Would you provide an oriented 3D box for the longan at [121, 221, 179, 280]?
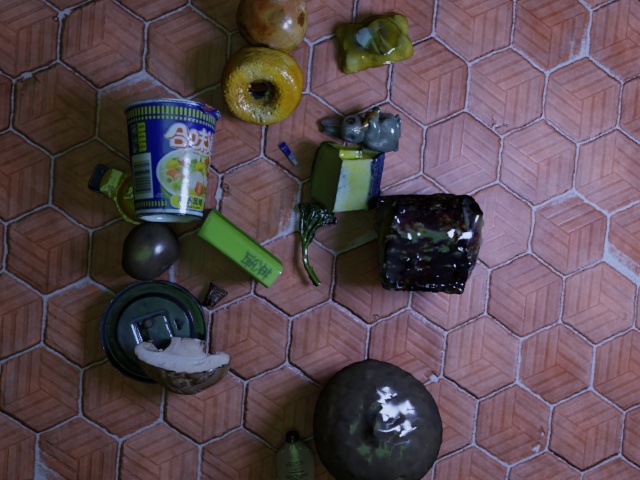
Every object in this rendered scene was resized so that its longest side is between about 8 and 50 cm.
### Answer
[{"bbox_3d":[-0.512,0.032,1.863,0.167,0.167,0.187,21,57,-5],"label":"longan"}]

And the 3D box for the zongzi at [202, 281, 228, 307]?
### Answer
[{"bbox_3d":[-0.334,0.185,1.936,0.067,0.073,0.083,37,91,-24],"label":"zongzi"}]

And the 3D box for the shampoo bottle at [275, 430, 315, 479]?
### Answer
[{"bbox_3d":[-0.078,0.734,1.983,0.127,0.078,0.256,-5,96,1],"label":"shampoo bottle"}]

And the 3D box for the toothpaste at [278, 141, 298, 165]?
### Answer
[{"bbox_3d":[-0.100,-0.272,1.957,0.024,0.015,0.083,-34,90,-10],"label":"toothpaste"}]

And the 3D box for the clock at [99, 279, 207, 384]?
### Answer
[{"bbox_3d":[-0.513,0.280,1.930,0.325,0.067,0.325,0,94,-5],"label":"clock"}]

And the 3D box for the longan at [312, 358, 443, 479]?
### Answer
[{"bbox_3d":[0.169,0.545,1.843,0.391,0.391,0.391,0,93,-4],"label":"longan"}]

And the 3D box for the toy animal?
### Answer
[{"bbox_3d":[0.123,-0.338,1.921,0.251,0.125,0.127,0,78,1],"label":"toy animal"}]

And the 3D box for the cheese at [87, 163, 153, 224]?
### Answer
[{"bbox_3d":[-0.573,-0.147,1.900,0.270,0.069,0.177,24,91,-3],"label":"cheese"}]

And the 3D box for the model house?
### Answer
[{"bbox_3d":[0.100,-0.201,1.915,0.211,0.170,0.193,-3,112,-29],"label":"model house"}]

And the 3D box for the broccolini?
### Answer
[{"bbox_3d":[-0.001,0.009,1.956,0.123,0.062,0.271,-5,88,11],"label":"broccolini"}]

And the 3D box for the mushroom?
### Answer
[{"bbox_3d":[-0.416,0.389,1.863,0.286,0.156,0.151,9,122,-6],"label":"mushroom"}]

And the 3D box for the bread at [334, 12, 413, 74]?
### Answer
[{"bbox_3d":[0.168,-0.616,1.921,0.233,0.088,0.160,-14,97,-2],"label":"bread"}]

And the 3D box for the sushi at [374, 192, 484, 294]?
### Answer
[{"bbox_3d":[0.314,0.010,1.869,0.294,0.281,0.299,0,101,-5],"label":"sushi"}]

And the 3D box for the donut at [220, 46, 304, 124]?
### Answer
[{"bbox_3d":[-0.174,-0.457,1.855,0.254,0.118,0.253,-2,130,-3],"label":"donut"}]

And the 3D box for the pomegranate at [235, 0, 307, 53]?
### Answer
[{"bbox_3d":[-0.134,-0.661,1.832,0.215,0.215,0.215,0,93,-4],"label":"pomegranate"}]

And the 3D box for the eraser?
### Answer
[{"bbox_3d":[-0.242,0.021,1.868,0.274,0.210,0.092,39,90,-7],"label":"eraser"}]

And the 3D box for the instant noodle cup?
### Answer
[{"bbox_3d":[-0.427,-0.215,1.781,0.284,0.284,0.312,1,85,-4],"label":"instant noodle cup"}]
